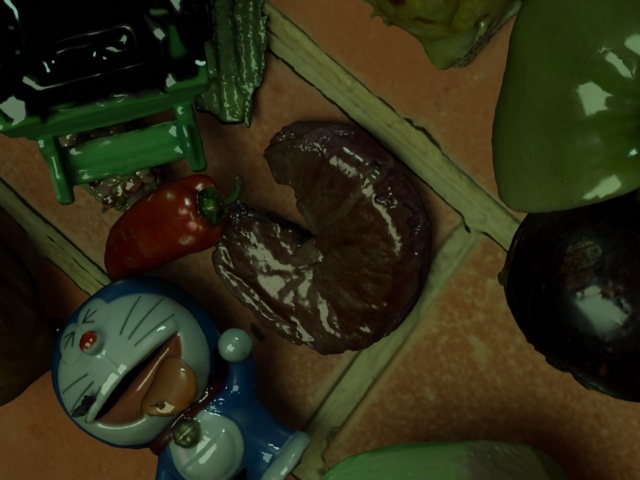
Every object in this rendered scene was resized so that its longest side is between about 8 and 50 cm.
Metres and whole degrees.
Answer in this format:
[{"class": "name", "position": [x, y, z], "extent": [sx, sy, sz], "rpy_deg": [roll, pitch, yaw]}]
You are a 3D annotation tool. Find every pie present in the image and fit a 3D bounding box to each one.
[{"class": "pie", "position": [0.000, 0.000, 1.674], "extent": [0.204, 0.054, 0.218], "rpy_deg": [34, 121, 14]}]

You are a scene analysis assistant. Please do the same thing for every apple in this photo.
[{"class": "apple", "position": [0.293, -0.128, 1.284], "extent": [0.312, 0.360, 0.320], "rpy_deg": [32, 119, 17]}]

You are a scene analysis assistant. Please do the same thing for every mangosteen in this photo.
[{"class": "mangosteen", "position": [0.255, 0.017, 1.478], "extent": [0.192, 0.192, 0.217], "rpy_deg": [37, 97, 12]}]

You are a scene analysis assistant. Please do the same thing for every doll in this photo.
[{"class": "doll", "position": [-0.136, 0.155, 1.743], "extent": [0.257, 0.161, 0.215], "rpy_deg": [40, 108, 3]}]

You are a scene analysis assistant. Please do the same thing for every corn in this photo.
[{"class": "corn", "position": [-0.253, -0.140, 1.738], "extent": [0.092, 0.092, 0.280], "rpy_deg": [-39, 90, 33]}]

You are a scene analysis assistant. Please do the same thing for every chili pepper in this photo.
[{"class": "chili pepper", "position": [-0.142, -0.010, 1.703], "extent": [0.071, 0.063, 0.272], "rpy_deg": [53, 144, -8]}]

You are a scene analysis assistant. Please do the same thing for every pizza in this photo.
[{"class": "pizza", "position": [0.093, -0.251, 1.517], "extent": [0.188, 0.080, 0.204], "rpy_deg": [49, 122, 4]}]

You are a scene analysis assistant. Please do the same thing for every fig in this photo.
[{"class": "fig", "position": [-0.387, 0.065, 1.821], "extent": [0.263, 0.224, 0.224], "rpy_deg": [29, 120, 19]}]

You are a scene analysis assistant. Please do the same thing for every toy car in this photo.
[{"class": "toy car", "position": [-0.211, -0.227, 1.624], "extent": [0.213, 0.176, 0.358], "rpy_deg": [-16, 83, 0]}]

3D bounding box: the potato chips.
[{"class": "potato chips", "position": [-0.088, -0.202, 1.661], "extent": [0.092, 0.028, 0.207], "rpy_deg": [13, 115, 22]}]

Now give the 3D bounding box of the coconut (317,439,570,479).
[{"class": "coconut", "position": [0.124, 0.324, 1.600], "extent": [0.328, 0.281, 0.328], "rpy_deg": [-12, 62, 24]}]
